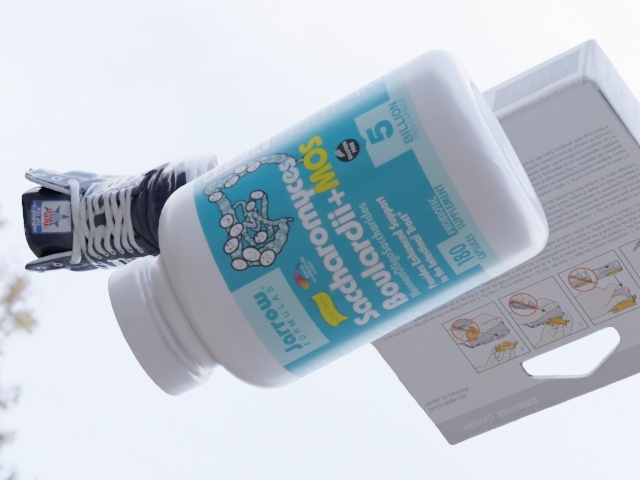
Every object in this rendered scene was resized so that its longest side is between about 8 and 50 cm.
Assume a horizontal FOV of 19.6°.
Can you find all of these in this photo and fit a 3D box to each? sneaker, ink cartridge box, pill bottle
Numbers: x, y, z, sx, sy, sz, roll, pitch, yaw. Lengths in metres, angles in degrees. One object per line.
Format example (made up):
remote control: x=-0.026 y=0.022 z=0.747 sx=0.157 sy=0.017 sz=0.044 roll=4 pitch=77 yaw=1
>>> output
sneaker: x=-0.170 y=-0.019 z=1.542 sx=0.282 sy=0.153 sz=0.099 roll=168 pitch=-77 yaw=-78
ink cartridge box: x=0.156 y=0.011 z=1.474 sx=0.296 sy=0.066 sz=0.261 roll=-25 pitch=-62 yaw=28
pill bottle: x=0.000 y=0.000 z=1.173 sx=0.264 sy=0.146 sz=0.146 roll=-29 pitch=-75 yaw=10
